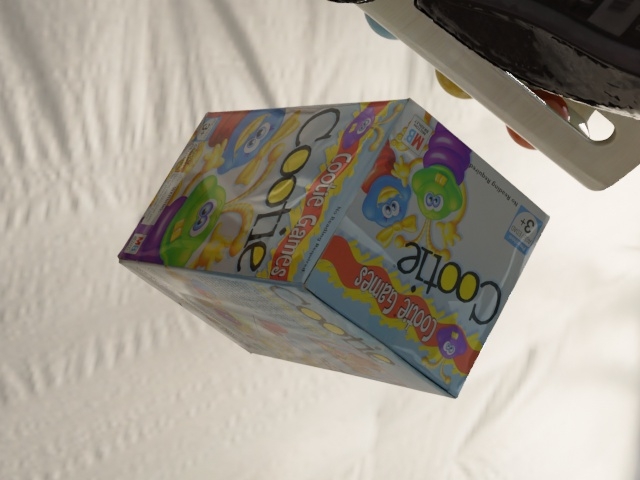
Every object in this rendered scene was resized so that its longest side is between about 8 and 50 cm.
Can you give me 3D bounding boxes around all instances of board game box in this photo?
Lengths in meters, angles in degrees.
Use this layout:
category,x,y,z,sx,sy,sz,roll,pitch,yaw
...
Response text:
category,x,y,z,sx,sy,sz,roll,pitch,yaw
board game box,0.000,0.000,1.029,0.144,0.275,0.142,37,-106,-28

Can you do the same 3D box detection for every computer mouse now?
category,x,y,z,sx,sy,sz,roll,pitch,yaw
computer mouse,0.132,-0.127,0.686,0.188,0.272,0.072,-44,-41,-13

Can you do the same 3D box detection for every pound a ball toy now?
category,x,y,z,sx,sy,sz,roll,pitch,yaw
pound a ball toy,0.164,-0.175,1.195,0.319,0.136,0.208,35,-149,-23
